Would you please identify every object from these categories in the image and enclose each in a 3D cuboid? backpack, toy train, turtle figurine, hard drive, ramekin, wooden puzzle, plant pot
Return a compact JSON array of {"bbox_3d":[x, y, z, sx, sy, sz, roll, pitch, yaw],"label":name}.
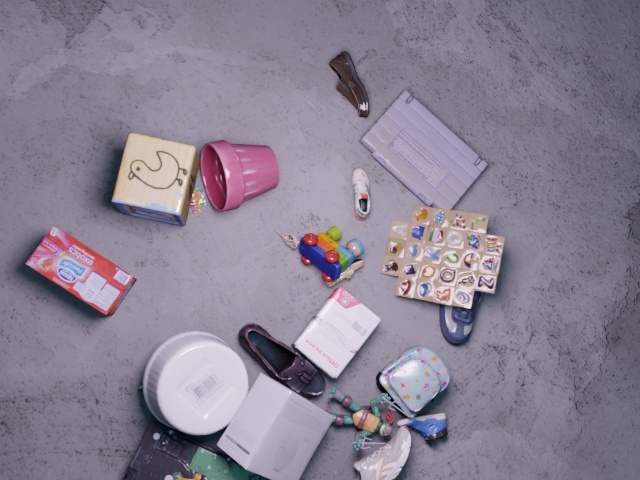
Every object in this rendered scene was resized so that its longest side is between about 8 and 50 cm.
[{"bbox_3d":[0.277,0.400,1.938,0.188,0.144,0.166,-38,85,-15],"label":"backpack"},{"bbox_3d":[0.000,0.000,1.973,0.248,0.105,0.143,38,52,26],"label":"toy train"},{"bbox_3d":[0.124,0.514,1.909,0.234,0.118,0.175,21,70,7],"label":"turtle figurine"},{"bbox_3d":[-0.355,0.663,1.790,0.339,0.064,0.236,22,73,7],"label":"hard drive"},{"bbox_3d":[-0.329,0.390,1.801,0.277,0.135,0.277,0,89,-25],"label":"ramekin"},{"bbox_3d":[-0.363,-0.122,1.965,0.049,0.006,0.083,-14,85,-11],"label":"wooden puzzle"},{"bbox_3d":[-0.225,-0.195,1.915,0.180,0.201,0.201,-14,85,-27],"label":"plant pot"}]

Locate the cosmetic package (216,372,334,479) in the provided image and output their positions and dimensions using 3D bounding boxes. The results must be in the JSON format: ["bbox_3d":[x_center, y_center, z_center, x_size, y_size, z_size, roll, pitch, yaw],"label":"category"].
[{"bbox_3d":[-0.117,0.514,1.803,0.224,0.138,0.224,-57,135,-11],"label":"cosmetic package"}]

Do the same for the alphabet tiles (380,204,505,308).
[{"bbox_3d":[0.361,0.045,1.986,0.343,0.011,0.285,9,80,20],"label":"alphabet tiles"}]

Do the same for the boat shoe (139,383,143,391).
[{"bbox_3d":[-0.426,0.404,1.858,0.152,0.056,0.049,-12,80,-11],"label":"boat shoe"}]

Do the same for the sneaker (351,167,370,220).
[{"bbox_3d":[0.130,-0.145,2.017,0.057,0.075,0.161,-1,83,-10],"label":"sneaker"}]

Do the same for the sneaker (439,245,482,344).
[{"bbox_3d":[0.436,0.155,2.001,0.112,0.131,0.319,11,81,-10],"label":"sneaker"}]

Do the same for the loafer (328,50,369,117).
[{"bbox_3d":[0.088,-0.472,2.061,0.078,0.080,0.220,-22,81,-2],"label":"loafer"}]

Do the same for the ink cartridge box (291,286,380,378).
[{"bbox_3d":[0.044,0.268,1.939,0.158,0.092,0.218,40,76,-3],"label":"ink cartridge box"}]

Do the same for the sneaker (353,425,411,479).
[{"bbox_3d":[0.164,0.639,1.905,0.121,0.099,0.262,29,83,3],"label":"sneaker"}]

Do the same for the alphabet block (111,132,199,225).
[{"bbox_3d":[-0.453,-0.165,1.858,0.192,0.193,0.197,11,80,-7],"label":"alphabet block"}]

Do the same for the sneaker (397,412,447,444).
[{"bbox_3d":[0.303,0.559,1.961,0.152,0.058,0.084,-3,74,-17],"label":"sneaker"}]

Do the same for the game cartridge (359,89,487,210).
[{"bbox_3d":[0.319,-0.269,2.077,0.355,0.068,0.230,42,82,-2],"label":"game cartridge"}]

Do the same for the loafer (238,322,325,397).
[{"bbox_3d":[-0.109,0.349,1.900,0.302,0.095,0.109,39,78,-3],"label":"loafer"}]

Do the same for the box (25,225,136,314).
[{"bbox_3d":[-0.650,0.086,1.828,0.257,0.122,0.128,33,78,-4],"label":"box"}]

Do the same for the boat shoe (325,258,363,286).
[{"bbox_3d":[0.072,0.096,1.993,0.135,0.050,0.045,-24,101,-11],"label":"boat shoe"}]
